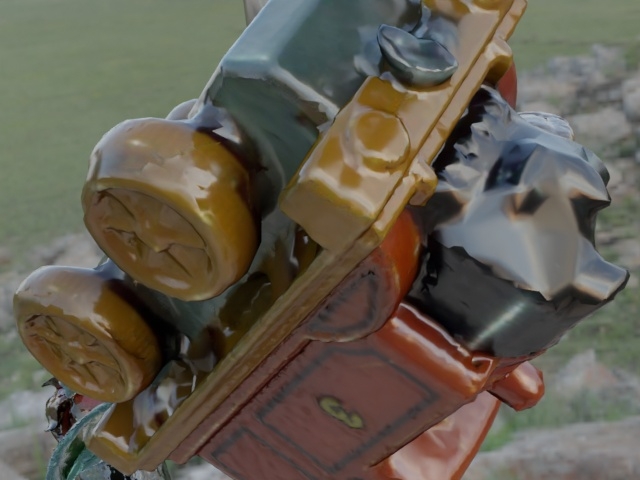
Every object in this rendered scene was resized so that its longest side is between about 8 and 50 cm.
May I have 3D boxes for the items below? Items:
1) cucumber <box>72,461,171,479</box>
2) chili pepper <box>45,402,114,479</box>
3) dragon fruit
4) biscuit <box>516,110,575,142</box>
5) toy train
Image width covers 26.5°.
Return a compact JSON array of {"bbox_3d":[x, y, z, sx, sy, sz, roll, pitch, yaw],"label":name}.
[{"bbox_3d":[-0.132,0.277,1.096,0.078,0.211,0.062,-22,-11,3],"label":"cucumber"},{"bbox_3d":[-0.178,0.209,1.320,0.065,0.122,0.279,-18,14,39],"label":"chili pepper"},{"bbox_3d":[-0.283,0.228,1.798,0.189,0.182,0.182,-52,26,-8],"label":"dragon fruit"},{"bbox_3d":[0.045,-0.042,1.000,0.290,0.041,0.208,-17,19,1],"label":"biscuit"},{"bbox_3d":[-0.002,0.023,0.645,0.163,0.231,0.369,-58,6,-34],"label":"toy train"}]
